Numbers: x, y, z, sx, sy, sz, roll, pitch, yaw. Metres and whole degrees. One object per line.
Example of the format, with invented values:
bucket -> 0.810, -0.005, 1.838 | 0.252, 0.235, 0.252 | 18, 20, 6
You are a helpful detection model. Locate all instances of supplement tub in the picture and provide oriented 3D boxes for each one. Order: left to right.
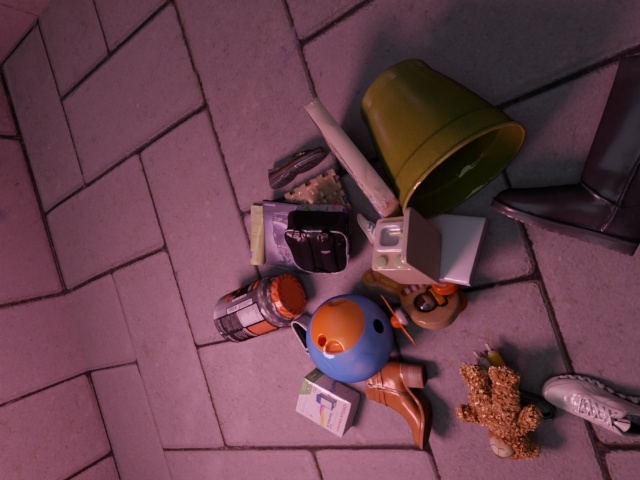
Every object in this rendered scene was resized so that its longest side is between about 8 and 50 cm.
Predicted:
supplement tub -> -0.236, 0.262, 1.561 | 0.338, 0.207, 0.206 | -25, 84, 29

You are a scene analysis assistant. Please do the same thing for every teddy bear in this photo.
teddy bear -> 0.518, 0.505, 1.170 | 0.245, 0.113, 0.337 | 6, 115, 28

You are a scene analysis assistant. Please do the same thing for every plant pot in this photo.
plant pot -> 0.299, -0.305, 1.127 | 0.366, 0.367, 0.352 | -43, 63, 27

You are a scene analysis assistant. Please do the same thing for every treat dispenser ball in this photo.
treat dispenser ball -> 0.096, 0.322, 1.332 | 0.289, 0.288, 0.287 | 4, 99, 29

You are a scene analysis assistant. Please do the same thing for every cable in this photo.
cable -> 0.558, 0.449, 1.207 | 0.287, 0.072, 0.139 | 46, 115, 17

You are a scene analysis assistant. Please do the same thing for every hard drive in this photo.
hard drive -> 0.328, 0.012, 1.224 | 0.308, 0.040, 0.202 | 9, 73, 38

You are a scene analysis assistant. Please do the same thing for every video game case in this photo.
video game case -> -0.135, -0.014, 1.546 | 0.196, 0.026, 0.273 | 10, 110, 28

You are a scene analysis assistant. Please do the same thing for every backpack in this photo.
backpack -> 0.000, 0.000, 1.381 | 0.226, 0.191, 0.253 | 1, 136, 13

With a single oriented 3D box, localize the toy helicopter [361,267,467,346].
toy helicopter -> 0.266, 0.182, 1.277 | 0.355, 0.140, 0.235 | 20, 63, 44

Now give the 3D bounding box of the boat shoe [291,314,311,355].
boat shoe -> -0.026, 0.408, 1.530 | 0.258, 0.084, 0.095 | 49, 117, 16

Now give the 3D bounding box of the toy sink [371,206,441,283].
toy sink -> 0.229, 0.022, 1.105 | 0.131, 0.234, 0.152 | -4, 70, 36

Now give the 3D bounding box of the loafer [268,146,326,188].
loafer -> -0.099, -0.284, 1.479 | 0.268, 0.096, 0.084 | -28, 77, 32

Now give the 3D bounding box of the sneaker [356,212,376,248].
sneaker -> 0.188, -0.036, 1.374 | 0.075, 0.057, 0.161 | -33, 78, 12

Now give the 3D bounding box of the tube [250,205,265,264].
tube -> -0.249, -0.022, 1.622 | 0.070, 0.062, 0.239 | 1, 94, -11

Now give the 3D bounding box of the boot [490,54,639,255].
boot -> 0.687, -0.230, 0.996 | 0.368, 0.146, 0.444 | 20, 110, 16

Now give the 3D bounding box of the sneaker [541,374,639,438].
sneaker -> 0.757, 0.449, 1.070 | 0.293, 0.118, 0.109 | 10, 103, 30

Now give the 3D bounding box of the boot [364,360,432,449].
boot -> 0.258, 0.556, 1.372 | 0.220, 0.109, 0.283 | -8, 91, 29

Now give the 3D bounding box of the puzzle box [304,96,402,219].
puzzle box -> 0.111, -0.222, 1.225 | 0.052, 0.272, 0.408 | -35, 67, 6

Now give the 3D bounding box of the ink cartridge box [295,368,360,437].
ink cartridge box -> 0.027, 0.616, 1.525 | 0.213, 0.093, 0.154 | 20, 106, 24

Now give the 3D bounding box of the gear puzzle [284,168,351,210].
gear puzzle -> -0.041, -0.127, 1.496 | 0.339, 0.044, 0.175 | -23, 93, 34
